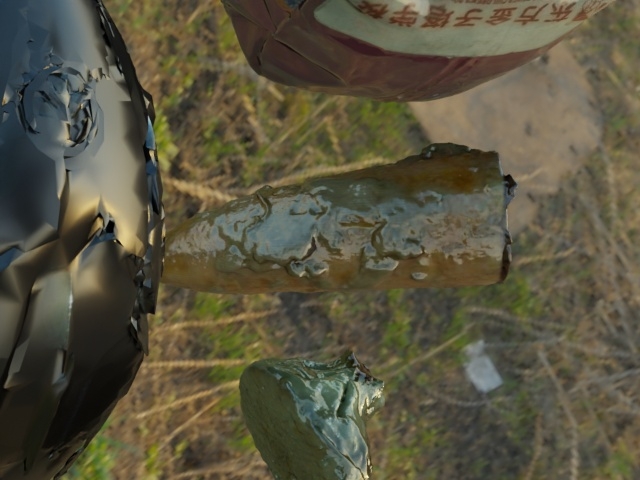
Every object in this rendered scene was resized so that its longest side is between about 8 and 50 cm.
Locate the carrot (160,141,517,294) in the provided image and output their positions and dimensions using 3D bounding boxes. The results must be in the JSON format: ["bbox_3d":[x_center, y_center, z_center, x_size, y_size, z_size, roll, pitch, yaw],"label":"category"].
[{"bbox_3d":[0.000,0.000,0.883,0.263,0.102,0.102,-7,64,3],"label":"carrot"}]

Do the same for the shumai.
[{"bbox_3d":[0.008,0.127,0.914,0.087,0.099,0.123,-23,73,-31],"label":"shumai"}]

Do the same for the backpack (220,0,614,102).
[{"bbox_3d":[0.068,-0.199,0.882,0.283,0.317,0.197,0,79,-19],"label":"backpack"}]

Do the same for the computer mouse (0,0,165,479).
[{"bbox_3d":[-0.110,0.027,0.413,0.146,0.241,0.077,-7,40,-38],"label":"computer mouse"}]
